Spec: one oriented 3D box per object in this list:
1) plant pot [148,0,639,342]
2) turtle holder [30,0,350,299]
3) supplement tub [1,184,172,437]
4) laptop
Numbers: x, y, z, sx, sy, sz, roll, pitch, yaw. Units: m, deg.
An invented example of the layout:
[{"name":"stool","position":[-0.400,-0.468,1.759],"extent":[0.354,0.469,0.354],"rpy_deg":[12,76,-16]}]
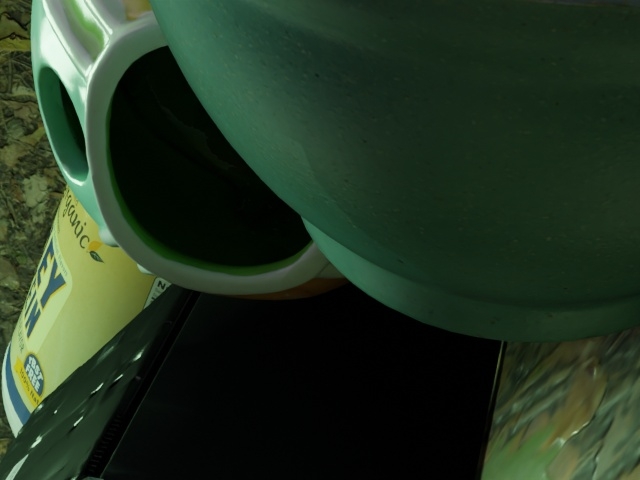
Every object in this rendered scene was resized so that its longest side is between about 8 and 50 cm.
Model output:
[{"name":"plant pot","position":[0.075,-0.091,0.536],"extent":[0.196,0.293,0.293],"rpy_deg":[90,-158,-46]},{"name":"turtle holder","position":[-0.016,-0.116,0.741],"extent":[0.227,0.243,0.320],"rpy_deg":[-72,7,-57]},{"name":"supplement tub","position":[-0.071,0.018,1.067],"extent":[0.228,0.228,0.316],"rpy_deg":[-65,0,-57]},{"name":"laptop","position":[-0.058,0.118,0.784],"extent":[0.264,0.136,0.234],"rpy_deg":[-41,12,27]}]
